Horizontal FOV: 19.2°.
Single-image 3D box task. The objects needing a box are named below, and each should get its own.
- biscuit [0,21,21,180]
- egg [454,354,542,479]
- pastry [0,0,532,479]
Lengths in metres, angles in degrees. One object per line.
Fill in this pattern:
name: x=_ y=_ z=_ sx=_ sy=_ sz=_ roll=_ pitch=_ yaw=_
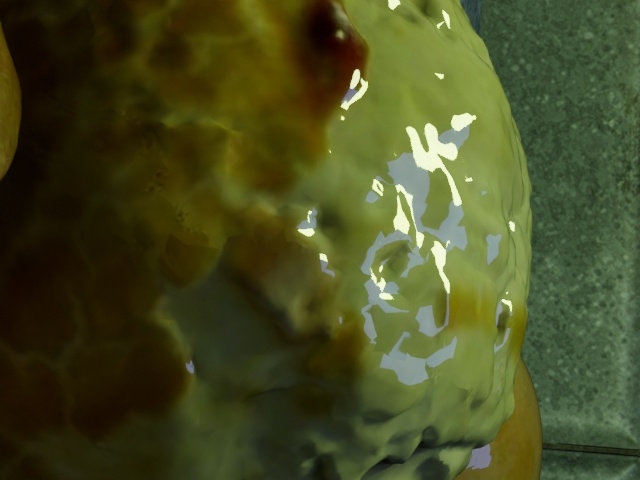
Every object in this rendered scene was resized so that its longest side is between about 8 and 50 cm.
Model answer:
biscuit: x=-0.213 y=-0.107 z=0.692 sx=0.037 sy=0.262 sz=0.262 roll=-45 pitch=-176 yaw=24
egg: x=0.037 y=0.175 z=1.597 sx=0.374 sy=0.301 sz=0.301 roll=75 pitch=23 yaw=-59
pastry: x=-0.085 y=-0.011 z=0.933 sx=0.313 sy=0.388 sz=0.388 roll=28 pitch=60 yaw=-36
